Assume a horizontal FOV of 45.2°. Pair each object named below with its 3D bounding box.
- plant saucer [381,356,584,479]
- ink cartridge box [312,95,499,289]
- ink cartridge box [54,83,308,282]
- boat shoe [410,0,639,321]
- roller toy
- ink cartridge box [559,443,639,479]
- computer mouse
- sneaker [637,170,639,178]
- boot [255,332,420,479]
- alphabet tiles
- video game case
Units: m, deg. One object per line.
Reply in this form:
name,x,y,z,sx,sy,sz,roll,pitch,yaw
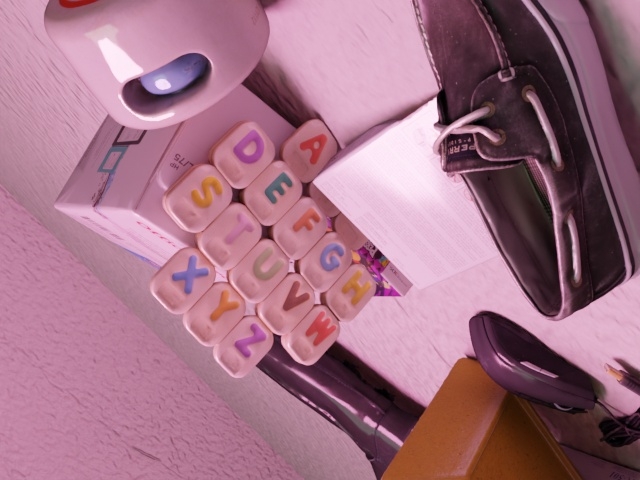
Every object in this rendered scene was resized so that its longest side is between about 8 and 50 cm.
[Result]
plant saucer,0.257,0.344,1.001,0.081,0.333,0.332,-35,92,35
ink cartridge box,0.129,-0.055,0.818,0.189,0.066,0.232,45,136,-12
ink cartridge box,-0.166,-0.072,0.975,0.198,0.197,0.270,36,163,-33
boat shoe,0.146,-0.085,0.579,0.335,0.119,0.121,57,157,-13
roller toy,-0.155,-0.209,0.753,0.209,0.191,0.146,17,150,43
ink cartridge box,0.398,0.360,1.158,0.207,0.046,0.097,7,143,52
computer mouse,0.298,0.178,0.951,0.262,0.060,0.184,37,159,6
sneaker,0.262,-0.037,0.632,0.032,0.037,0.083,47,158,-23
boot,0.034,0.349,1.570,0.445,0.146,0.367,31,148,13
alphabet tiles,-0.048,0.010,0.885,0.021,0.278,0.284,15,148,56
video game case,0.000,0.000,1.105,0.210,0.042,0.232,46,157,-19
